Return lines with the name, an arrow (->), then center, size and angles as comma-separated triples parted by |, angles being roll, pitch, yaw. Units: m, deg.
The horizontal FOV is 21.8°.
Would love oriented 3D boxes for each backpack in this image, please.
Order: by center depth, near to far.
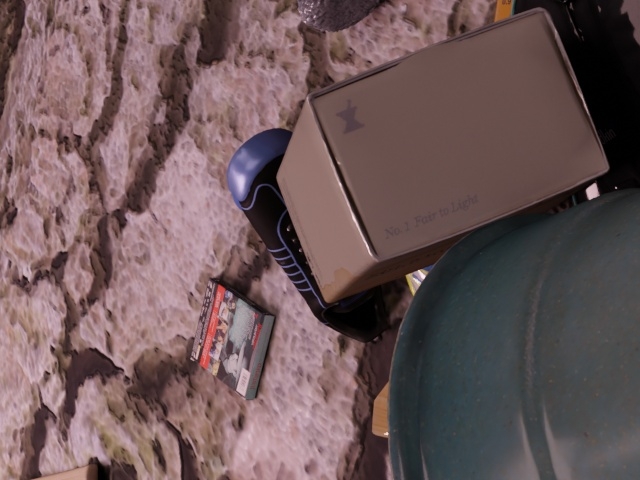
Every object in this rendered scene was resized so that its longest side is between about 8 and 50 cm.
backpack -> 0.218, -0.120, 1.067 | 0.166, 0.144, 0.188 | -37, 80, 50

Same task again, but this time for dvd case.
dvd case -> -0.087, 0.094, 1.619 | 0.119, 0.013, 0.087 | 29, 108, 56

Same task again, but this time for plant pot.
plant pot -> 0.268, 0.080, 0.809 | 0.334, 0.341, 0.341 | -32, 58, 45

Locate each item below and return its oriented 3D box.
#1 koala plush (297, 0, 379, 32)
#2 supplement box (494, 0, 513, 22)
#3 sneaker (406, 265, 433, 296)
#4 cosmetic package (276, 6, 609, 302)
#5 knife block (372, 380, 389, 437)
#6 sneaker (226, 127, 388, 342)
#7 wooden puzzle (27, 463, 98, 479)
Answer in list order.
koala plush -> -0.006, -0.334, 1.436 | 0.203, 0.196, 0.221 | -36, 54, 34
supplement box -> 0.185, -0.228, 1.211 | 0.078, 0.080, 0.233 | 9, 89, 54
sneaker -> 0.058, -0.026, 1.319 | 0.091, 0.126, 0.240 | -44, 49, 44
cosmetic package -> 0.068, -0.045, 1.119 | 0.309, 0.160, 0.113 | 128, 121, -83
knife block -> 0.168, 0.128, 1.158 | 0.276, 0.088, 0.242 | -56, 42, 34
sneaker -> 0.000, 0.000, 1.354 | 0.081, 0.232, 0.090 | -39, 54, -5
wooden puzzle -> -0.313, 0.376, 1.878 | 0.238, 0.044, 0.221 | -23, 65, 53
